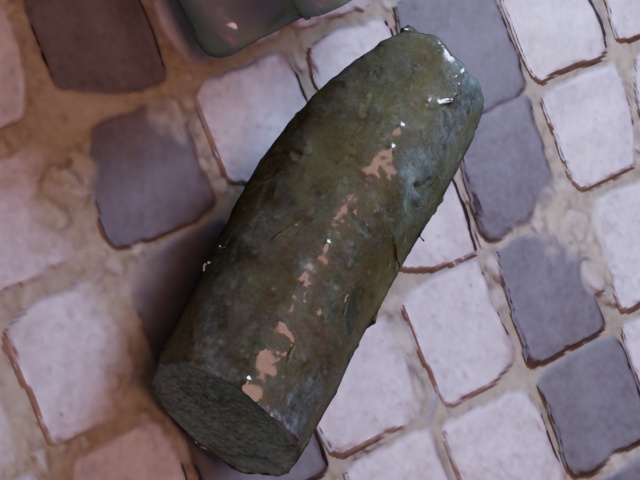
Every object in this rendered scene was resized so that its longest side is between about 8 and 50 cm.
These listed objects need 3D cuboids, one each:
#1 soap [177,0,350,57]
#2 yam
[{"bbox_3d":[-0.049,-0.361,1.043,0.261,0.156,0.446,-35,100,-32],"label":"soap"},{"bbox_3d":[0.000,0.000,1.046,0.106,0.106,0.259,39,63,-21],"label":"yam"}]
